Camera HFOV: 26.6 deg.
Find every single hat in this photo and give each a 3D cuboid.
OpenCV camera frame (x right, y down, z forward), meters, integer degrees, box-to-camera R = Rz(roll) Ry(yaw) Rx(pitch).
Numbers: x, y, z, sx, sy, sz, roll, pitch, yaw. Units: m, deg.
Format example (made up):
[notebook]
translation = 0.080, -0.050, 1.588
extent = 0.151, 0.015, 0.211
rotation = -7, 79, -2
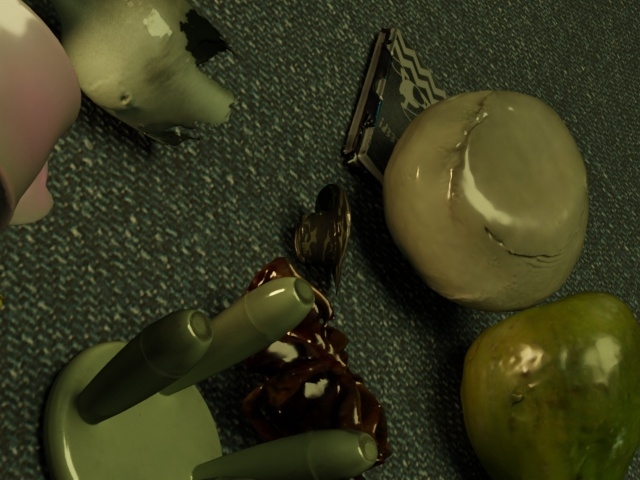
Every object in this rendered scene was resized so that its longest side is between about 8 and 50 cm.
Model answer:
[hat]
translation = 0.000, 0.000, 1.460
extent = 0.050, 0.121, 0.121
rotation = -3, 66, -13

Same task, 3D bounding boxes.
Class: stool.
[stool]
translation = -0.095, 0.149, 1.120
extent = 0.195, 0.198, 0.195
rotation = -15, 80, -57

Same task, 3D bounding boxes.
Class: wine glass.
[wine glass]
translation = -0.214, -0.209, 1.246
extent = 0.321, 0.143, 0.143
rotation = 33, 45, -39

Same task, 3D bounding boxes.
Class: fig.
[fig]
translation = 0.272, 0.215, 1.547
extent = 0.233, 0.233, 0.314
rotation = 27, 55, -42

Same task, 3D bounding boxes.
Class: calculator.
[calculator]
translation = 0.107, -0.142, 1.724
extent = 0.166, 0.028, 0.274
rotation = 47, 39, -29

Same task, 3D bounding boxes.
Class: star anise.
[star anise]
translation = -0.018, 0.134, 1.288
extent = 0.190, 0.125, 0.220
rotation = 70, -3, -45

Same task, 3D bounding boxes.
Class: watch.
[watch]
translation = -0.267, -0.070, 0.921
extent = 0.248, 0.217, 0.211
rotation = 44, 54, -25

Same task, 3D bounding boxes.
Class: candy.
[candy]
translation = 0.194, -0.043, 1.612
extent = 0.295, 0.185, 0.296
rotation = 9, 74, -34

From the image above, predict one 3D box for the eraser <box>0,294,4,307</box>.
[eraser]
translation = -0.302, 0.072, 1.024
extent = 0.097, 0.045, 0.122
rotation = 40, 41, -28
